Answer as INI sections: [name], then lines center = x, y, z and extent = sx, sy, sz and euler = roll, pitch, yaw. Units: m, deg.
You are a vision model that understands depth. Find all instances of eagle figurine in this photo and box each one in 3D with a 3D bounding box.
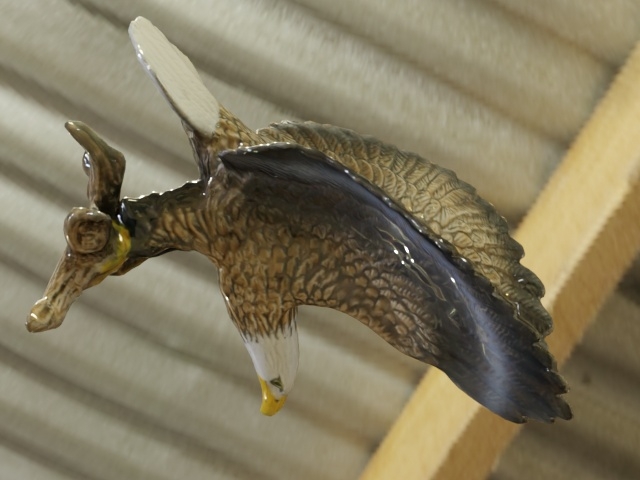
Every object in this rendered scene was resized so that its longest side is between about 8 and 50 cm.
[eagle figurine]
center = 0.000, 0.008, 1.138
extent = 0.298, 0.226, 0.225
euler = 2, -36, 6
